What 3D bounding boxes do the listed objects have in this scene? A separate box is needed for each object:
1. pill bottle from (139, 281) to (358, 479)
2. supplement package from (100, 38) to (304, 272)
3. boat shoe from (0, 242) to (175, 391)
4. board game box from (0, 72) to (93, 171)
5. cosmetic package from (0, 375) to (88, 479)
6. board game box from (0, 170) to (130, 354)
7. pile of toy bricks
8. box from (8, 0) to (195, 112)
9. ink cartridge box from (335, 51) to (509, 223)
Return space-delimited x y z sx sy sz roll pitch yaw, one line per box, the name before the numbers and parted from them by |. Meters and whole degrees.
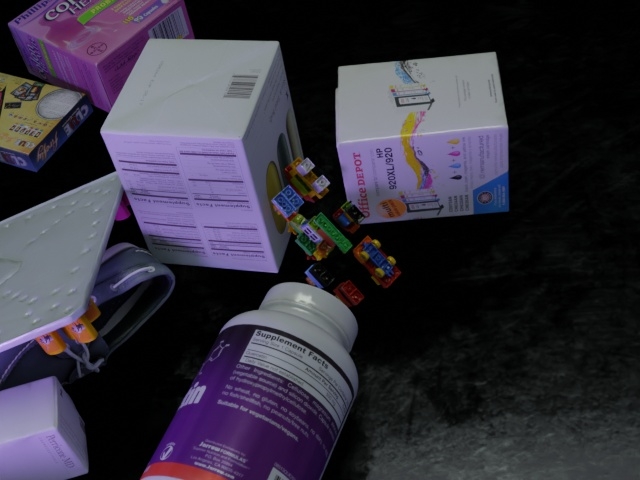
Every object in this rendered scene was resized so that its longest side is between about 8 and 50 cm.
pill bottle | -0.070 0.209 1.104 0.181 0.181 0.323 11 51 20
supplement package | -0.149 -0.118 1.357 0.198 0.263 0.199 4 49 14
boat shoe | -0.320 0.124 1.274 0.099 0.116 0.319 21 50 31
board game box | -0.540 -0.212 1.666 0.243 0.042 0.165 17 53 24
cosmetic package | -0.412 0.256 1.171 0.231 0.117 0.085 -16 48 -2
board game box | -0.436 0.076 1.248 0.390 0.050 0.390 -23 27 9
pile of toy bricks | 0.000 0.000 1.331 0.118 0.105 0.212 -44 96 -22
box | -0.386 -0.364 1.723 0.243 0.117 0.213 27 58 31
ink cartridge box | 0.145 -0.145 1.389 0.232 0.171 0.168 -5 48 7
